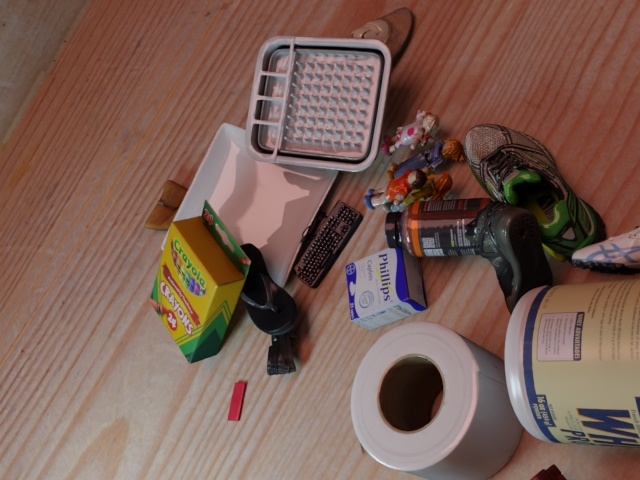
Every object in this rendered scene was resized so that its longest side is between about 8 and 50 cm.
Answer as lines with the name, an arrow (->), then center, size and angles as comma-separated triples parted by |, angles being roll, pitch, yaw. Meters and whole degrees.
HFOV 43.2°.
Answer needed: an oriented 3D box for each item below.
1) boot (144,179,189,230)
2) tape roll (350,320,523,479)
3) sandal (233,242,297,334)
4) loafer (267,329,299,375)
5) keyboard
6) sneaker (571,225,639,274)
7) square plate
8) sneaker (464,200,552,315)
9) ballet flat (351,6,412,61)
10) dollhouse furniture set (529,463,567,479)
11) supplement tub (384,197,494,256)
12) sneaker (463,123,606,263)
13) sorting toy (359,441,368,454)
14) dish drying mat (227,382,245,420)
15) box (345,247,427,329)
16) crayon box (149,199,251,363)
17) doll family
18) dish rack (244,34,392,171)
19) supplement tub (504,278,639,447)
boot -> -0.380, -0.025, 2.061 | 0.280, 0.096, 0.264 | 15, 79, 45
tape roll -> 0.194, 0.273, 1.347 | 0.246, 0.169, 0.246 | -20, 56, 34
sandal -> -0.135, 0.103, 1.718 | 0.097, 0.054, 0.254 | -41, 52, 5
loafer -> -0.075, 0.209, 1.708 | 0.061, 0.062, 0.170 | 4, 57, 1
keyboard -> 0.000, 0.000, 1.734 | 0.100, 0.038, 0.192 | 34, 92, 25
sneaker -> 0.513, 0.002, 1.266 | 0.237, 0.085, 0.086 | -13, 71, 30
square plate -> -0.161, -0.070, 1.868 | 0.347, 0.049, 0.344 | 23, 83, 26
sneaker -> 0.316, 0.029, 1.360 | 0.087, 0.228, 0.130 | -28, 30, -11
ballet flat -> 0.097, -0.413, 1.835 | 0.107, 0.106, 0.316 | 31, 90, 46
dollhouse furniture set -> 0.356, 0.529, 1.117 | 0.201, 0.152, 0.374 | -43, 64, 15
supplement tub -> 0.221, -0.023, 1.486 | 0.197, 0.106, 0.106 | -2, 66, 19
sneaker -> 0.359, -0.111, 1.420 | 0.134, 0.146, 0.343 | -47, 45, 12
sorting toy -> 0.102, 0.372, 1.487 | 0.062, 0.012, 0.083 | -27, 49, 22
dish drying mat -> -0.181, 0.350, 1.752 | 0.032, 0.008, 0.083 | -7, 63, 38
box -> 0.126, 0.090, 1.571 | 0.137, 0.072, 0.126 | -25, 55, 29
crayon box -> -0.271, 0.093, 1.775 | 0.202, 0.081, 0.319 | 50, 136, 29
doll family -> 0.204, -0.143, 1.617 | 0.163, 0.118, 0.263 | -22, 37, 39
dish rack -> 0.002, -0.298, 1.772 | 0.332, 0.072, 0.286 | 9, 90, 29
supplement tub -> 0.450, 0.170, 1.128 | 0.324, 0.235, 0.236 | -8, 63, 39
